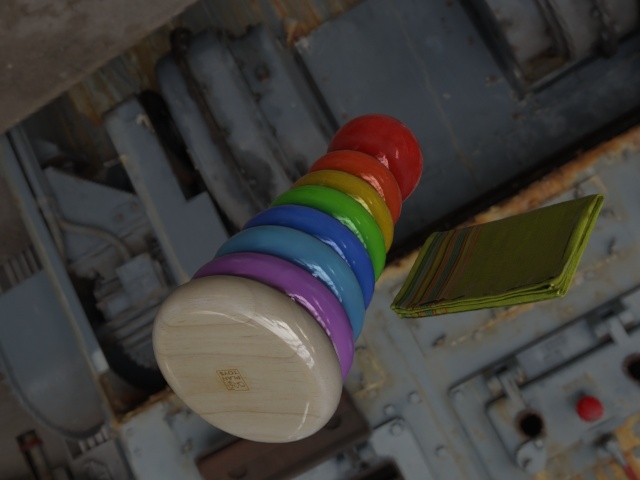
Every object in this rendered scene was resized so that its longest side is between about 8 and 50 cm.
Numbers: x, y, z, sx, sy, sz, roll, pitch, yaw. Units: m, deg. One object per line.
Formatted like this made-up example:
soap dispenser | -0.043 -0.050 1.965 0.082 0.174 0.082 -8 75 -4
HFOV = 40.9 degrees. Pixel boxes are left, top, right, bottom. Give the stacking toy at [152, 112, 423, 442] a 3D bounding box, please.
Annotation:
stacking toy | 0.000 0.000 0.699 0.141 0.141 0.330 -39 -167 40

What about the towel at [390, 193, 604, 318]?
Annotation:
towel | 0.151 0.017 0.782 0.237 0.021 0.102 -18 -139 61
